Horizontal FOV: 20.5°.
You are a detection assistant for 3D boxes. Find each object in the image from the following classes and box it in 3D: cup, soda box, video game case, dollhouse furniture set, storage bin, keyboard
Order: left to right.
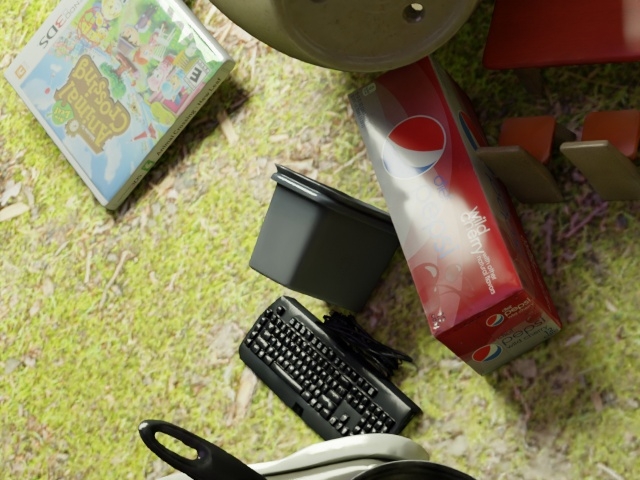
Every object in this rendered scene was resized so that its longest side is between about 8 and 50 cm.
[{"bbox_3d":[-0.203,-0.169,1.742,0.193,0.023,0.212,-49,59,15],"label":"video game case"},{"bbox_3d":[0.000,0.000,1.496,0.098,0.135,0.091,27,93,40],"label":"storage bin"},{"bbox_3d":[0.004,0.104,1.495,0.100,0.038,0.192,-52,51,0],"label":"keyboard"},{"bbox_3d":[0.026,-0.269,1.444,0.331,0.331,0.237,-33,37,16],"label":"cup"},{"bbox_3d":[0.109,-0.027,1.455,0.083,0.092,0.263,-30,53,15],"label":"soda box"},{"bbox_3d":[0.250,-0.178,1.410,0.259,0.135,0.262,-1,66,34],"label":"dollhouse furniture set"}]

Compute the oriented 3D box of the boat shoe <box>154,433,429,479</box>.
[{"bbox_3d":[-0.054,0.237,1.418,0.305,0.109,0.091,-17,53,22],"label":"boat shoe"}]

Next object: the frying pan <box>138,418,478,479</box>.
[{"bbox_3d":[0.014,0.248,1.272,0.053,0.326,0.197,134,142,-58],"label":"frying pan"}]
